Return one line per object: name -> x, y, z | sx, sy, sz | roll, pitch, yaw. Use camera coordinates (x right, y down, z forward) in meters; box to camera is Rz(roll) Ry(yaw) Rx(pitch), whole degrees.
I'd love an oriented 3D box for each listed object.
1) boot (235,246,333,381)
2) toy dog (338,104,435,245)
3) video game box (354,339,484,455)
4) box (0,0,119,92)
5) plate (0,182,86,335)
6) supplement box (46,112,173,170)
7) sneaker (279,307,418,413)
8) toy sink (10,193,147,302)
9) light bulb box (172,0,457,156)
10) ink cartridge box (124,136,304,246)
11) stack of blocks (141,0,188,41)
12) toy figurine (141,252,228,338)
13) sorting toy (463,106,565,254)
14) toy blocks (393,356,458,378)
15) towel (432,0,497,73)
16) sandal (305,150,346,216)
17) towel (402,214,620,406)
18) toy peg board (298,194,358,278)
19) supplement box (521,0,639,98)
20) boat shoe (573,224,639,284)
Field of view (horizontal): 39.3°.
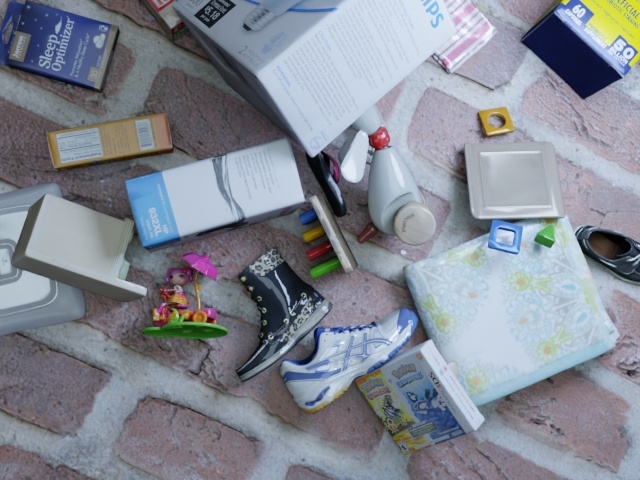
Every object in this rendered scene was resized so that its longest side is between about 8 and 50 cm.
boot -> -0.114, 0.145, 1.768 | 0.236, 0.085, 0.179 | -41, 89, -14
toy dog -> 0.093, -0.124, 1.761 | 0.161, 0.220, 0.334 | -28, 86, 8
video game box -> 0.188, 0.309, 1.741 | 0.048, 0.205, 0.187 | -31, 88, -46
box -> -0.528, -0.390, 1.780 | 0.225, 0.036, 0.137 | 14, 84, -5
plate -> -0.618, 0.044, 1.729 | 0.277, 0.045, 0.277 | -12, 87, -9
supplement box -> -0.410, -0.192, 1.758 | 0.233, 0.078, 0.080 | -9, 90, -7
sneaker -> 0.054, 0.209, 1.770 | 0.296, 0.112, 0.131 | -36, 90, -10
toy sink -> -0.436, 0.015, 1.681 | 0.234, 0.152, 0.131 | 22, 73, -23
light bulb box -> -0.014, -0.409, 1.658 | 0.361, 0.225, 0.358 | -41, 47, -5
ink cartridge box -> -0.199, -0.081, 1.702 | 0.307, 0.223, 0.129 | -16, 88, -8
stack of blocks -> -0.321, -0.575, 1.795 | 0.171, 0.087, 0.297 | -39, 91, -9
toy figurine -> -0.263, 0.104, 1.754 | 0.173, 0.130, 0.159 | -5, 71, 16
sorting toy -> 0.394, -0.120, 1.839 | 0.195, 0.047, 0.348 | 1, 63, -3
toy blocks -> 0.202, 0.286, 1.792 | 0.054, 0.148, 0.123 | -30, 119, -46
towel -> 0.262, -0.468, 1.893 | 0.144, 0.029, 0.197 | -43, 92, -8
sandal -> 0.017, -0.135, 1.819 | 0.040, 0.067, 0.179 | -27, 95, -19
towel -> 0.392, 0.137, 1.835 | 0.374, 0.090, 0.321 | -21, 85, -9
toy peg board -> 0.000, 0.000, 1.762 | 0.079, 0.161, 0.161 | -27, 89, 6
supplement box -> 0.625, -0.504, 1.859 | 0.194, 0.195, 0.356 | 41, 81, -3
boat shoe -> 0.641, 0.034, 1.878 | 0.233, 0.079, 0.084 | 24, 81, -6
